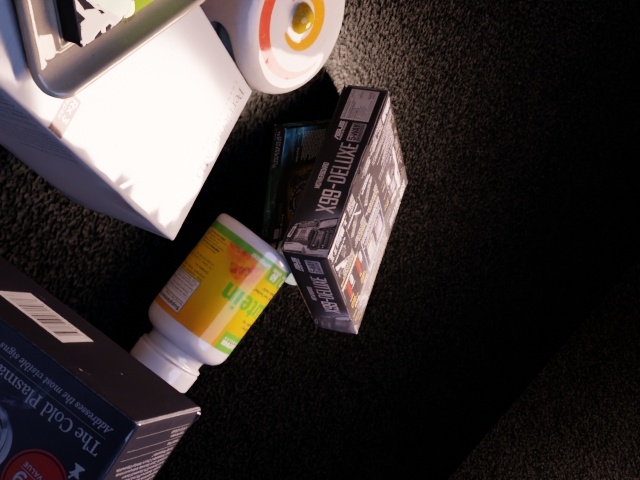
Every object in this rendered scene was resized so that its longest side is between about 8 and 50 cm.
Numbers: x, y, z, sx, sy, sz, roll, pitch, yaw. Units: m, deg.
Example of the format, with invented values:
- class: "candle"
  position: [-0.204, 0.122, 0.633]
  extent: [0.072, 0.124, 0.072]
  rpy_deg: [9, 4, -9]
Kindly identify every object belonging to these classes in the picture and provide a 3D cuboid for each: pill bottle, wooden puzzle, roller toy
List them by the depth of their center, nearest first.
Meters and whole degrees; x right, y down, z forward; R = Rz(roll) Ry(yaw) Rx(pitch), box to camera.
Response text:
- class: "wooden puzzle"
  position: [-0.161, -0.259, 0.675]
  extent: [0.221, 0.044, 0.238]
  rpy_deg: [-51, 151, -40]
- class: "roller toy"
  position: [-0.066, -0.279, 1.031]
  extent: [0.209, 0.146, 0.191]
  rpy_deg: [-7, 117, -54]
- class: "pill bottle"
  position: [-0.163, 0.094, 1.254]
  extent: [0.245, 0.136, 0.136]
  rpy_deg: [-53, 146, -4]

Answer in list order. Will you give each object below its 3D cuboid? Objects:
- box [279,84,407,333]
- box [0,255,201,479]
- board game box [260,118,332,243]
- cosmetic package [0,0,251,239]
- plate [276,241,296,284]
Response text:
- class: "box"
  position: [0.049, -0.046, 1.334]
  extent: [0.242, 0.076, 0.307]
  rpy_deg: [68, 37, -56]
- class: "box"
  position: [-0.365, 0.211, 0.889]
  extent: [0.312, 0.343, 0.179]
  rpy_deg: [-57, 167, 2]
- class: "board game box"
  position: [-0.031, -0.094, 1.340]
  extent: [0.126, 0.026, 0.186]
  rpy_deg: [-14, 121, -45]
- class: "cosmetic package"
  position: [-0.231, -0.178, 0.841]
  extent: [0.217, 0.156, 0.385]
  rpy_deg: [-65, 156, -12]
- class: "plate"
  position: [0.000, 0.000, 1.480]
  extent: [0.188, 0.024, 0.188]
  rpy_deg: [-32, 140, -31]
